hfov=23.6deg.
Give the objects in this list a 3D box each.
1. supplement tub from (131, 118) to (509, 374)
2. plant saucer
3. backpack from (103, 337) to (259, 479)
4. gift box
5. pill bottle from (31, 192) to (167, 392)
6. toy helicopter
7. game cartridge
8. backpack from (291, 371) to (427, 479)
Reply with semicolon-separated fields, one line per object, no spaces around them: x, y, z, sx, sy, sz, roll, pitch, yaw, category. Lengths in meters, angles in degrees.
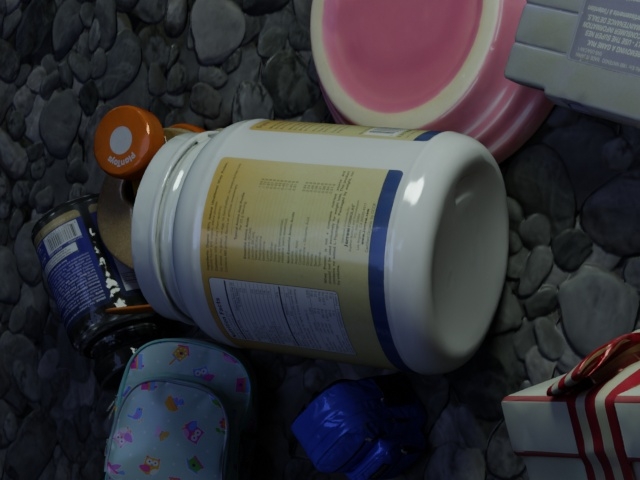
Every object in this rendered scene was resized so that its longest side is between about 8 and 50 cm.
0.000;0.000;1.481;0.316;0.228;0.228;6;91;28;supplement tub
0.105;-0.226;1.543;0.332;0.084;0.332;-4;84;44;plant saucer
-0.151;0.198;1.696;0.166;0.144;0.188;9;82;9;backpack
0.324;0.171;1.139;0.276;0.255;0.258;-14;92;57;gift box
-0.255;0.064;1.830;0.123;0.123;0.219;-39;64;34;pill bottle
-0.107;-0.005;1.700;0.355;0.140;0.235;14;90;31;toy helicopter
0.318;-0.199;1.286;0.355;0.068;0.230;25;106;49;game cartridge
0.041;0.189;1.544;0.098;0.120;0.101;-52;54;26;backpack
